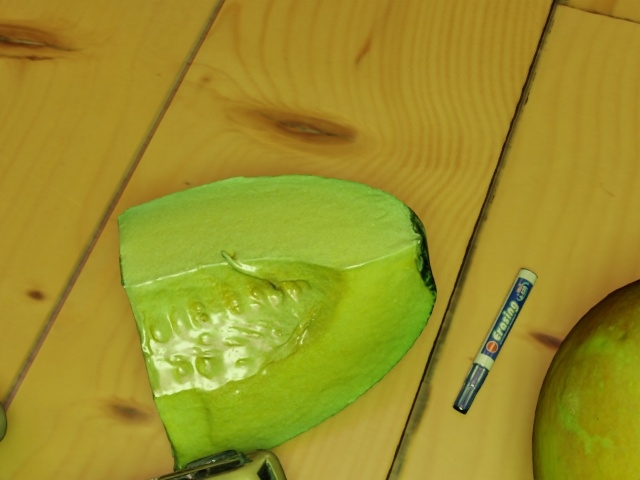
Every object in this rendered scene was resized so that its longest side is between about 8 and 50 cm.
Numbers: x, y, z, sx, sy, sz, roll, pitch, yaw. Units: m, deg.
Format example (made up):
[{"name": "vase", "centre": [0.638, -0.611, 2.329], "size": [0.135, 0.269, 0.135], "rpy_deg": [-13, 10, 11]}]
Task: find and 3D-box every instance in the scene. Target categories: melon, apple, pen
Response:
[{"name": "melon", "centre": [-0.046, 0.073, 1.066], "size": [0.343, 0.226, 0.331], "rpy_deg": [-12, 77, -2]}, {"name": "apple", "centre": [0.398, 0.214, 0.905], "size": [0.384, 0.374, 0.374], "rpy_deg": [4, 63, 24]}, {"name": "pen", "centre": [0.214, 0.121, 1.148], "size": [0.025, 0.025, 0.204], "rpy_deg": [25, 68, 15]}]

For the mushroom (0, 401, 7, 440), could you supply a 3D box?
[{"name": "mushroom", "centre": [-0.434, 0.261, 1.051], "size": [0.207, 0.207, 0.215], "rpy_deg": [-35, 99, -13]}]

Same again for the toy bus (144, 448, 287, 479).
[{"name": "toy bus", "centre": [-0.197, 0.338, 0.952], "size": [0.365, 0.202, 0.177], "rpy_deg": [-16, 82, -6]}]
